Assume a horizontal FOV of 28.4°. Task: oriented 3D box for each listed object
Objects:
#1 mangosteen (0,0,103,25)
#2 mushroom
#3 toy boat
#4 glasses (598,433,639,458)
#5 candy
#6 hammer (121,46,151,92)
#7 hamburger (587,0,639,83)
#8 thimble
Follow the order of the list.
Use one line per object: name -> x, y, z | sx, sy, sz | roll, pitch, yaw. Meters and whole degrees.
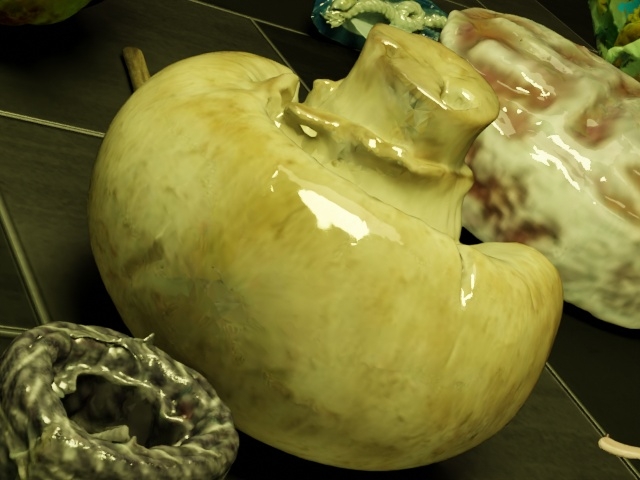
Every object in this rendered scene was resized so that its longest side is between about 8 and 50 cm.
mangosteen -> -0.208, -0.290, 0.874 | 0.311, 0.311, 0.311 | 23, 24, -11
mushroom -> 0.000, 0.000, 0.615 | 0.253, 0.195, 0.189 | 36, 22, 7
toy boat -> 0.123, -0.176, 1.282 | 0.291, 0.070, 0.210 | 41, 31, 19
glasses -> 0.241, 0.148, 0.642 | 0.255, 0.095, 0.162 | 2, 19, 9
candy -> 0.195, -0.057, 1.001 | 0.289, 0.157, 0.214 | 40, 40, 10
hammer -> -0.127, -0.101, 0.915 | 0.062, 0.017, 0.182 | 16, 25, -27
hamburger -> 0.377, -0.171, 1.321 | 0.276, 0.260, 0.150 | 45, 54, -1
thimble -> -0.092, 0.083, 0.521 | 0.104, 0.066, 0.095 | 5, 34, -48
